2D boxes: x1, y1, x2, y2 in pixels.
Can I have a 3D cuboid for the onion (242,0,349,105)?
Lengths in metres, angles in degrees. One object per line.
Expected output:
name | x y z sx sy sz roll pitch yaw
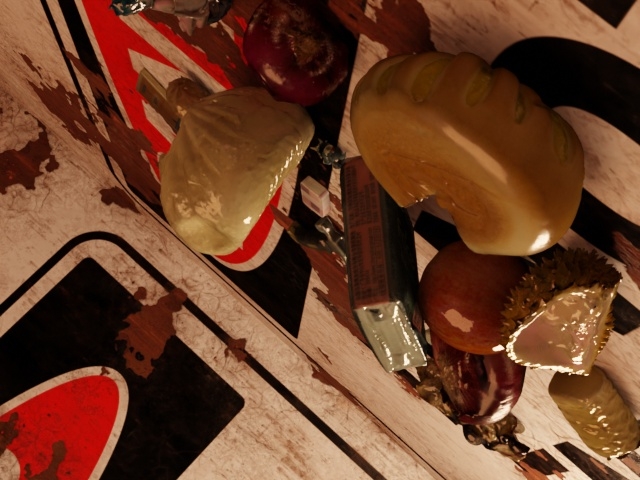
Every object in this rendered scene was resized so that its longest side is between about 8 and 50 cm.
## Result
onion | -0.052 -0.279 1.360 0.173 0.135 0.198 48 165 -5

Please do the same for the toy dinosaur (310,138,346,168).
toy dinosaur | 0.019 -0.165 1.659 0.083 0.030 0.047 30 161 38

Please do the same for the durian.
durian | 0.344 0.092 1.290 0.183 0.137 0.249 -6 148 6

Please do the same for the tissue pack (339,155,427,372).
tissue pack | 0.107 0.038 1.517 0.228 0.103 0.315 64 -161 -50

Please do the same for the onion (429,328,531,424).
onion | 0.319 0.207 1.669 0.272 0.195 0.272 172 90 -74

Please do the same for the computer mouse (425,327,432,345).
computer mouse | 0.279 0.215 1.989 0.056 0.032 0.110 48 153 -17

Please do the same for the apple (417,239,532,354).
apple | 0.261 0.093 1.443 0.174 0.188 0.188 25 156 36

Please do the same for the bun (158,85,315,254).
bun | -0.176 -0.150 1.669 0.227 0.352 0.349 34 126 -4

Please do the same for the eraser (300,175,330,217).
eraser | -0.011 -0.095 1.914 0.065 0.026 0.105 41 164 19

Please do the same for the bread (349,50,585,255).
bread | 0.189 -0.124 1.124 0.333 0.160 0.333 37 162 14

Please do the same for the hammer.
hammer | 0.000 0.000 2.101 0.158 0.041 0.226 53 161 -25

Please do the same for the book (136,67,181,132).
book | -0.374 -0.321 2.232 0.241 0.018 0.170 45 164 -6

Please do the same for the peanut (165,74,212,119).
peanut | -0.257 -0.272 1.947 0.214 0.099 0.099 53 162 -22

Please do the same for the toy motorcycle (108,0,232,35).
toy motorcycle | -0.243 -0.401 1.400 0.108 0.204 0.239 53 167 35

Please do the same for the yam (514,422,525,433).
yam | 0.463 0.465 2.170 0.032 0.032 0.145 44 162 0

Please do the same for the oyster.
oyster | 0.354 0.406 2.139 0.361 0.096 0.221 46 154 11

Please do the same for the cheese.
cheese | 0.496 0.308 1.588 0.167 0.094 0.123 51 164 -24
